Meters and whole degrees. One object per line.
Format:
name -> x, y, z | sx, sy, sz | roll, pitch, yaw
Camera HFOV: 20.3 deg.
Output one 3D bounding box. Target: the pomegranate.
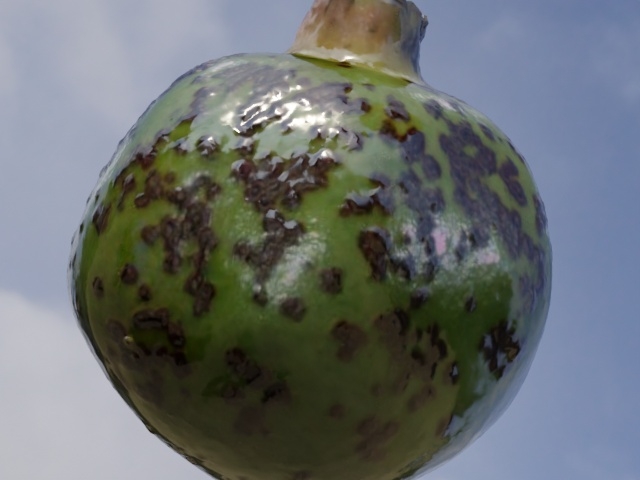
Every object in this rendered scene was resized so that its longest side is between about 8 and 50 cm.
pomegranate -> 0.000, 0.000, 0.923 | 0.254, 0.271, 0.254 | 17, -3, 1
